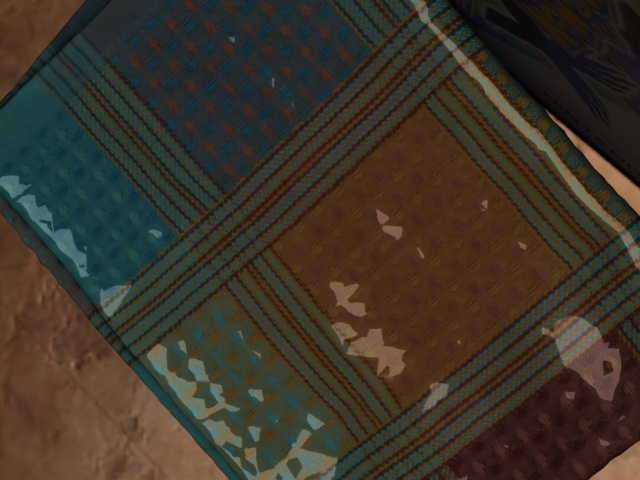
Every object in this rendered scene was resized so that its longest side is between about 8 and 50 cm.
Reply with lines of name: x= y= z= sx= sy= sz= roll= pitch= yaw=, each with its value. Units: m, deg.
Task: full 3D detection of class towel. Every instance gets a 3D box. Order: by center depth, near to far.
towel: x=0.000 y=0.000 z=0.809 sx=0.271 sy=0.040 sz=0.370 roll=-44 pitch=83 yaw=21

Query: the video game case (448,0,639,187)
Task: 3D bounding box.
video game case: x=0.172 y=-0.058 z=0.661 sx=0.300 sy=0.329 sz=0.036 roll=41 pitch=86 yaw=7
